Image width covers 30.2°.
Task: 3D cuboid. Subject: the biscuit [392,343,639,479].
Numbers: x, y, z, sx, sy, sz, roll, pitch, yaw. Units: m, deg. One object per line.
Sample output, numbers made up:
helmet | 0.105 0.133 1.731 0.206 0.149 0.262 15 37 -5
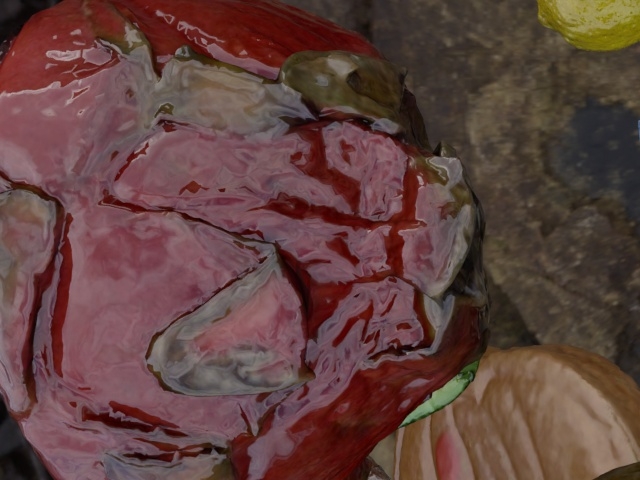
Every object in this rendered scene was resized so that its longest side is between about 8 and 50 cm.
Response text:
biscuit | 0.167 0.256 1.017 0.455 0.078 0.349 134 132 -61

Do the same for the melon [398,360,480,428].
melon | -0.027 0.032 0.745 0.265 0.169 0.129 38 106 12

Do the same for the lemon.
lemon | 0.340 -0.312 1.361 0.193 0.180 0.180 -23 83 -3

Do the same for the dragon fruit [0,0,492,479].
dragon fruit | -0.002 -0.001 0.431 0.148 0.218 0.223 -13 119 26

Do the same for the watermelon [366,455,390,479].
watermelon | -0.013 0.215 0.926 0.080 0.101 0.155 37 113 30

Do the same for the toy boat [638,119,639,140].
toy boat | 0.602 -0.167 1.642 0.210 0.070 0.291 38 125 -13

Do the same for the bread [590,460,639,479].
bread | 0.200 0.211 0.606 0.230 0.123 0.230 -13 51 16
